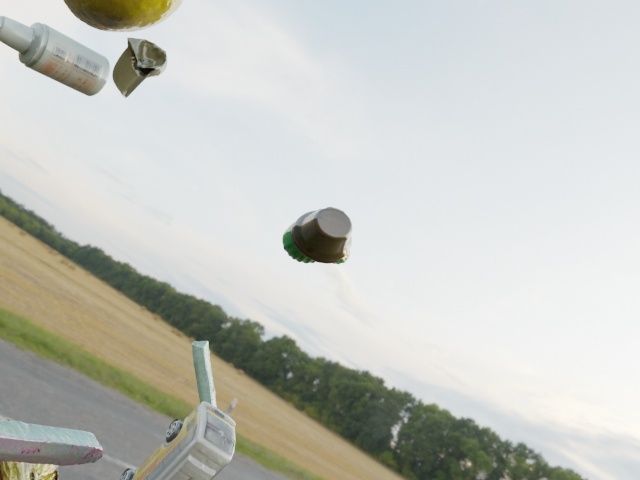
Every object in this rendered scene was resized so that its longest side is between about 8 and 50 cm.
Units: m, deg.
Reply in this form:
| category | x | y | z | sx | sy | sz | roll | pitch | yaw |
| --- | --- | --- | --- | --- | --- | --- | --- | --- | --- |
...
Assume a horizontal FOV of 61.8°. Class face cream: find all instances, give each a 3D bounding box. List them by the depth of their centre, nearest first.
| category | x | y | z | sx | sy | sz | roll | pitch | yaw |
| --- | --- | --- | --- | --- | --- | --- | --- | --- | --- |
| face cream | -0.582 | -0.402 | 1.131 | 0.101 | 0.101 | 0.252 | 20 | 0 | 37 |

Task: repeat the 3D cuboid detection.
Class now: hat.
| category | x | y | z | sx | sy | sz | roll | pitch | yaw |
| --- | --- | --- | --- | --- | --- | --- | --- | --- | --- |
| hat | -0.605 | -0.571 | 1.812 | 0.166 | 0.144 | 0.173 | 52 | -51 | 18 |

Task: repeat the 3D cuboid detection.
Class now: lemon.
| category | x | y | z | sx | sy | sz | roll | pitch | yaw |
| --- | --- | --- | --- | --- | --- | --- | --- | --- | --- |
| lemon | -0.285 | -0.391 | 0.777 | 0.207 | 0.170 | 0.170 | -5 | -36 | 36 |

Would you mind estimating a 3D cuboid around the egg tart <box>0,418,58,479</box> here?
| category | x | y | z | sx | sy | sz | roll | pitch | yaw |
| --- | --- | --- | --- | --- | --- | --- | --- | --- | --- |
| egg tart | -0.814 | 0.638 | 1.453 | 0.150 | 0.351 | 0.352 | -5 | 15 | -44 |

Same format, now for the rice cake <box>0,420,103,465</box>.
| category | x | y | z | sx | sy | sz | roll | pitch | yaw |
| --- | --- | --- | --- | --- | --- | --- | --- | --- | --- |
| rice cake | -0.446 | 0.299 | 0.771 | 0.051 | 0.081 | 0.290 | 58 | 8 | 36 |

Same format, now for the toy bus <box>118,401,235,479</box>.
| category | x | y | z | sx | sy | sz | roll | pitch | yaw |
| --- | --- | --- | --- | --- | --- | --- | --- | --- | --- |
| toy bus | -0.251 | 0.390 | 0.865 | 0.092 | 0.268 | 0.106 | 43 | 4 | -21 |

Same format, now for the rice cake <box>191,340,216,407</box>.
| category | x | y | z | sx | sy | sz | roll | pitch | yaw |
| --- | --- | --- | --- | --- | --- | --- | --- | --- | --- |
| rice cake | -0.251 | 0.302 | 1.162 | 0.033 | 0.170 | 0.029 | -12 | -10 | 12 |

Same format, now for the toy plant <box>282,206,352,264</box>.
| category | x | y | z | sx | sy | sz | roll | pitch | yaw |
| --- | --- | --- | --- | --- | --- | --- | --- | --- | --- |
| toy plant | 0.000 | 0.000 | 1.063 | 0.143 | 0.105 | 0.200 | 17 | -21 | -12 |
